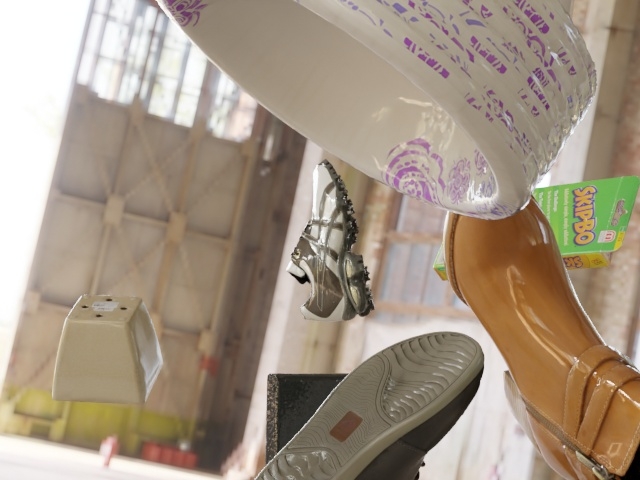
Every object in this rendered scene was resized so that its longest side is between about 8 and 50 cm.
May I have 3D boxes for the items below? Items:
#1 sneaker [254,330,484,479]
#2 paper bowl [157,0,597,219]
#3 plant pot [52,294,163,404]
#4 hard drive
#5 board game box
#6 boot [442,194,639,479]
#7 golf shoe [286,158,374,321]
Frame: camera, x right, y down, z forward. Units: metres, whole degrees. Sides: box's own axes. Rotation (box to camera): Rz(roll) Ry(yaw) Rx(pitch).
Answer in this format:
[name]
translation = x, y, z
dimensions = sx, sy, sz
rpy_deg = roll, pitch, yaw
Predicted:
[sneaker]
translation = 0.049, 0.172, 1.006
dimensions = 0.083, 0.222, 0.118
rpy_deg = 37, -18, 49
[paper bowl]
translation = 0.042, -0.148, 0.809
dimensions = 0.284, 0.148, 0.284
rpy_deg = 34, -10, 7
[plant pot]
translation = -0.249, 0.121, 1.502
dimensions = 0.109, 0.096, 0.109
rpy_deg = 2, 22, 5
[hard drive]
translation = 0.005, 0.184, 1.326
dimensions = 0.135, 0.094, 0.022
rpy_deg = 4, -5, -35
[board game box]
translation = 0.272, -0.014, 1.613
dimensions = 0.259, 0.124, 0.039
rpy_deg = -9, -46, 40
[boot]
translation = 0.202, 0.093, 1.060
dimensions = 0.109, 0.283, 0.220
rpy_deg = -19, 24, -13
[golf shoe]
translation = 0.000, 0.000, 1.480
dimensions = 0.094, 0.198, 0.077
rpy_deg = -14, -26, 7
